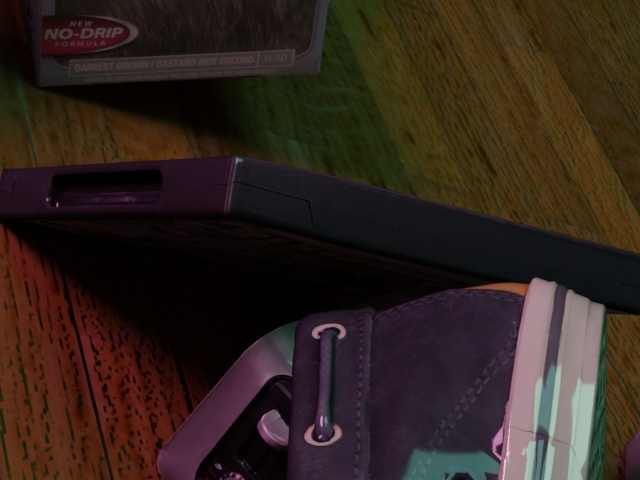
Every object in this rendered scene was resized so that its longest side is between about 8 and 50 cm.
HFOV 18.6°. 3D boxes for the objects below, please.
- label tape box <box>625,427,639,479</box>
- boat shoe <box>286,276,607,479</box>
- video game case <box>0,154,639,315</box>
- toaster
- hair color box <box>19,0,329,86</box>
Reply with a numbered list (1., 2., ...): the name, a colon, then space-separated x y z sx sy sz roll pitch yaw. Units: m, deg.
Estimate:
1. label tape box: 0.300 0.221 1.099 0.249 0.115 0.347 34 20 -4
2. boat shoe: 0.013 0.220 0.751 0.156 0.186 0.500 6 51 11
3. video game case: 0.000 0.000 1.059 0.275 0.035 0.248 13 -7 -34
4. toaster: 0.039 0.127 1.004 0.168 0.110 0.186 49 32 20
5. hair color box: -0.124 -0.262 1.325 0.185 0.113 0.374 -4 42 -14
